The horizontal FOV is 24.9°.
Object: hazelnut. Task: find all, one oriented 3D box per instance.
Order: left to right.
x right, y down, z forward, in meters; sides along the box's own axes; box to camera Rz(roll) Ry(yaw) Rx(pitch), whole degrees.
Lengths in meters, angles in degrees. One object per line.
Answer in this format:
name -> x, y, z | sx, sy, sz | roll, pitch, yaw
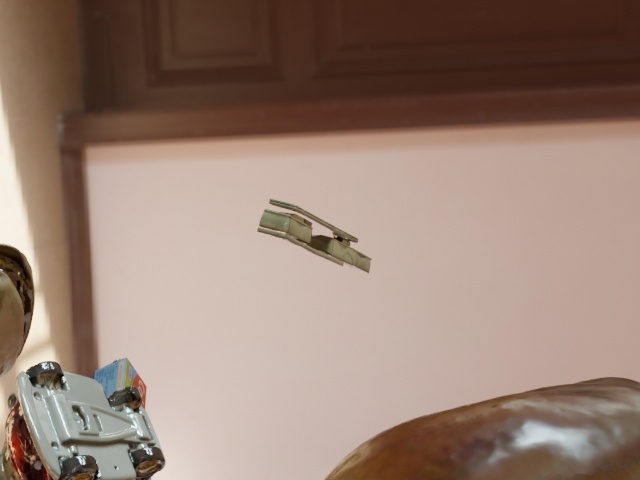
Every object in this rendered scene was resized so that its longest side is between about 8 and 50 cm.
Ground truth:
hazelnut -> 0.109, 0.160, 0.665 | 0.217, 0.251, 0.217 | -41, -140, 46

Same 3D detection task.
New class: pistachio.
pistachio -> -0.429, 0.097, 1.817 | 0.129, 0.131, 0.206 | -92, -159, -58

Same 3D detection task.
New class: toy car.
toy car -> -0.205, 0.175, 1.172 | 0.139, 0.112, 0.112 | 15, 38, -47

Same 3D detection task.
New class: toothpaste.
toothpaste -> -0.219, 0.214, 1.588 | 0.193, 0.044, 0.070 | -97, 161, -60

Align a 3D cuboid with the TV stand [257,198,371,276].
TV stand -> 0.000, 0.000, 1.657 | 0.249, 0.036, 0.042 | 26, 77, -64
